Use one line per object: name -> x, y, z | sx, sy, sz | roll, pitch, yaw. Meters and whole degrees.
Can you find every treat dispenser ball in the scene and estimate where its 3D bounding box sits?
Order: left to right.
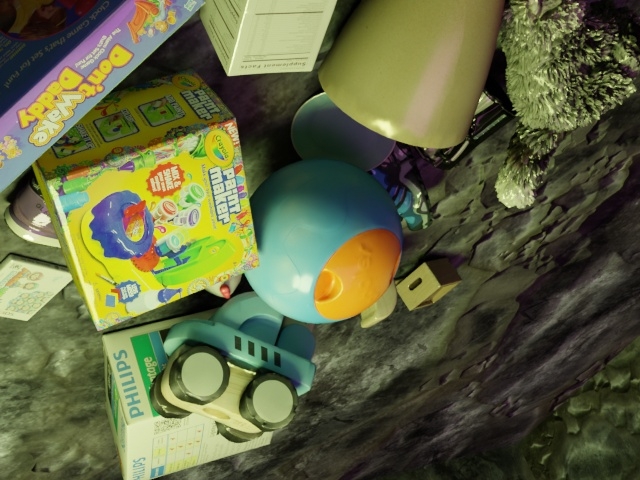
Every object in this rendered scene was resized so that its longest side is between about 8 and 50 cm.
treat dispenser ball -> 0.000, 0.000, 1.571 | 0.288, 0.288, 0.288 | -18, 149, -11

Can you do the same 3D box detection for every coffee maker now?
coffee maker -> 0.268, -0.227, 1.692 | 0.178, 0.120, 0.171 | -39, 171, 24

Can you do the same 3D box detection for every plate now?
plate -> 0.041, -0.193, 1.592 | 0.188, 0.024, 0.188 | 1, 133, 1

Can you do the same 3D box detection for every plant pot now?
plant pot -> 0.164, -0.324, 1.346 | 0.256, 0.256, 0.274 | -2, 133, -34

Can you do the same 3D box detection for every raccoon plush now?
raccoon plush -> 0.338, -0.259, 1.471 | 0.299, 0.216, 0.446 | 6, 106, -36

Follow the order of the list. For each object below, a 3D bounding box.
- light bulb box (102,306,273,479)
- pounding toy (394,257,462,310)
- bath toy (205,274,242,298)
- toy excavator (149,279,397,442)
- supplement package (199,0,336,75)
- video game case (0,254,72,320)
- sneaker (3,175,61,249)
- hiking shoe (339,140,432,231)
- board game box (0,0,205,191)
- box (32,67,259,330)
light bulb box -> -0.292, 0.348, 2.043 | 0.361, 0.225, 0.358 | -12, 148, -20
pounding toy -> 0.241, 0.104, 2.201 | 0.141, 0.100, 0.130 | -43, 160, 32
bath toy -> -0.085, 0.012, 1.772 | 0.348, 0.129, 0.151 | -25, 116, -2
toy excavator -> -0.079, 0.188, 1.836 | 0.433, 0.445, 0.222 | 24, 154, -13
supplement package -> -0.062, -0.357, 1.207 | 0.139, 0.134, 0.244 | -8, 145, -27
video game case -> -0.554, 0.089, 1.656 | 0.157, 0.019, 0.143 | -39, 147, 22
sneaker -> -0.370, -0.041, 1.510 | 0.283, 0.107, 0.124 | 13, 127, -47
hiking shoe -> 0.132, -0.113, 1.773 | 0.132, 0.113, 0.304 | -21, 140, 7
board game box -> -0.331, -0.236, 1.034 | 0.347, 0.233, 0.078 | -41, 148, 4
box -> -0.268, -0.065, 1.378 | 0.279, 0.177, 0.290 | -22, 133, -18
